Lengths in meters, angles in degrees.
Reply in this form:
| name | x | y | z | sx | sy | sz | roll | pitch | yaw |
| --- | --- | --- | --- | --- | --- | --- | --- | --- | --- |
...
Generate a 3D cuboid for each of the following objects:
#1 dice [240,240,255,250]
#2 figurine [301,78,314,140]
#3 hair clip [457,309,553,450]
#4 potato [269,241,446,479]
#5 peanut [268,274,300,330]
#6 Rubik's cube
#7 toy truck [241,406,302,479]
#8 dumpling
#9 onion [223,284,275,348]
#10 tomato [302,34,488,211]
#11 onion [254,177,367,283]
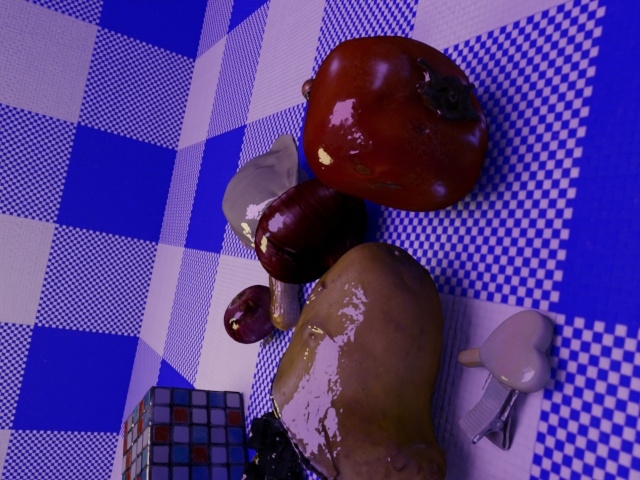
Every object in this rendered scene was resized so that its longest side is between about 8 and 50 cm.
| name | x | y | z | sx | sy | sz | roll | pitch | yaw |
| --- | --- | --- | --- | --- | --- | --- | --- | --- | --- |
| dice | -0.188 | -0.027 | 1.757 | 0.091 | 0.093 | 0.094 | -45 | 44 | 45 |
| figurine | 0.029 | -0.293 | 1.394 | 0.133 | 0.176 | 0.236 | -36 | 44 | 35 |
| hair clip | 0.274 | 0.200 | 0.871 | 0.218 | 0.071 | 0.159 | -67 | 27 | 10 |
| potato | 0.098 | 0.193 | 0.952 | 0.295 | 0.290 | 0.397 | -62 | 29 | 26 |
| peanut | -0.093 | 0.137 | 1.529 | 0.087 | 0.087 | 0.206 | -37 | 50 | 50 |
| Rubik's cube | -0.400 | 0.617 | 1.680 | 0.292 | 0.287 | 0.293 | -48 | 39 | 41 |
| toy truck | -0.104 | 0.499 | 1.371 | 0.165 | 0.148 | 0.224 | -114 | 36 | -82 |
| dumpling | -0.128 | -0.125 | 1.524 | 0.395 | 0.233 | 0.315 | -108 | 31 | -54 |
| onion | -0.185 | 0.206 | 1.607 | 0.177 | 0.154 | 0.177 | -158 | 90 | -76 |
| tomato | 0.126 | -0.199 | 1.016 | 0.290 | 0.325 | 0.292 | -25 | 61 | 53 |
| onion | 0.000 | 0.000 | 1.257 | 0.285 | 0.273 | 0.273 | 51 | 128 | 24 |
